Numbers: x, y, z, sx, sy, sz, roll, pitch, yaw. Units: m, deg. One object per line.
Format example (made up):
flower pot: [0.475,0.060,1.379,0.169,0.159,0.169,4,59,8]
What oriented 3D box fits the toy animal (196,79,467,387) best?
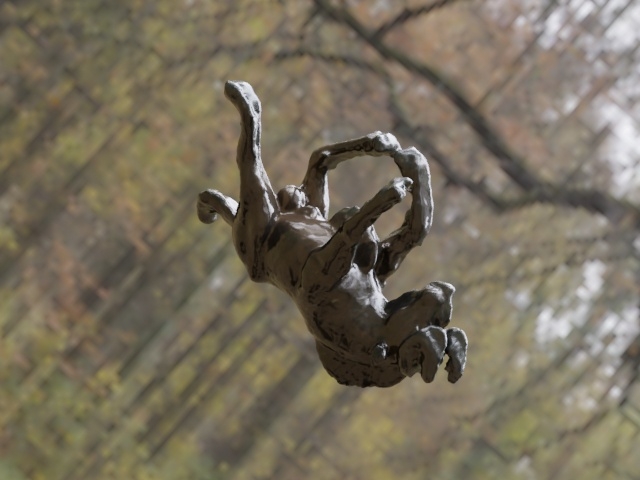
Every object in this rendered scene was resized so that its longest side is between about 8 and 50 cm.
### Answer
toy animal: [0.000,0.000,1.238,0.232,0.148,0.084,32,21,33]
